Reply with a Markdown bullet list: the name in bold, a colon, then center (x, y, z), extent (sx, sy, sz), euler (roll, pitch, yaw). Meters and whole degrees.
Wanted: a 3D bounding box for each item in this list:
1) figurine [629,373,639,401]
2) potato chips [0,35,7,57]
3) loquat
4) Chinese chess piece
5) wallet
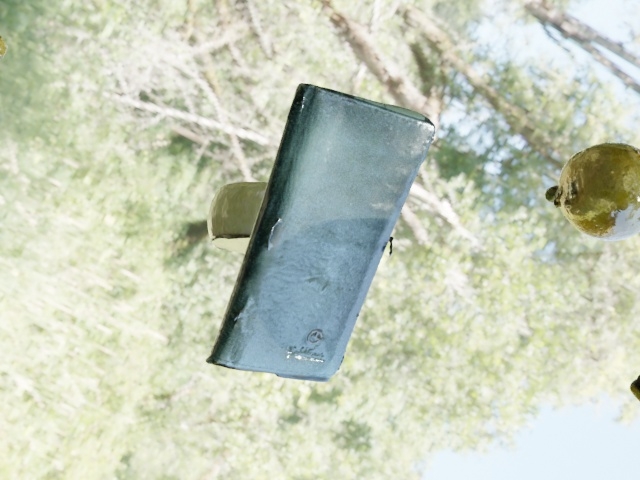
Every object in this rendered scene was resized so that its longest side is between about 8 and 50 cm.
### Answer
- **figurine**: center (0.316, 0.101, 0.700), extent (0.098, 0.082, 0.154), euler (66, -31, 29)
- **potato chips**: center (-0.397, -0.223, 1.013), extent (0.204, 0.037, 0.026), euler (17, -114, 39)
- **loquat**: center (0.469, -0.079, 1.558), extent (0.204, 0.172, 0.149), euler (-2, -124, 32)
- **Chinese chess piece**: center (-0.072, -0.027, 1.670), extent (0.257, 0.257, 0.104), euler (149, -50, -75)
- **wallet**: center (0.000, 0.000, 1.183), extent (0.046, 0.191, 0.379), euler (44, -62, 61)
